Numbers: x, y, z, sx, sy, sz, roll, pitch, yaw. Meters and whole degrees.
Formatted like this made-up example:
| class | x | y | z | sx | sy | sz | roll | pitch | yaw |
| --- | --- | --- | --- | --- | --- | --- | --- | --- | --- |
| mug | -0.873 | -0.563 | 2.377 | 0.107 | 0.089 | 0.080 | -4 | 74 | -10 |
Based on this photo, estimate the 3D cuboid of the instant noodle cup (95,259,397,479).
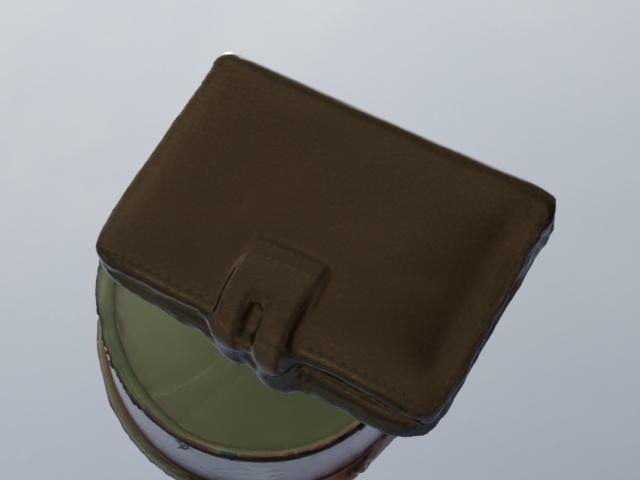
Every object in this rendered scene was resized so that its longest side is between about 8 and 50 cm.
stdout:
| class | x | y | z | sx | sy | sz | roll | pitch | yaw |
| --- | --- | --- | --- | --- | --- | --- | --- | --- | --- |
| instant noodle cup | -0.037 | 0.052 | 0.915 | 0.243 | 0.231 | 0.243 | 0 | -99 | -2 |

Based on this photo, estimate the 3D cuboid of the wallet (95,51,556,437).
| class | x | y | z | sx | sy | sz | roll | pitch | yaw |
| --- | --- | --- | --- | --- | --- | --- | --- | --- | --- |
| wallet | 0.000 | 0.000 | 0.539 | 0.152 | 0.039 | 0.118 | 28 | -114 | 16 |
